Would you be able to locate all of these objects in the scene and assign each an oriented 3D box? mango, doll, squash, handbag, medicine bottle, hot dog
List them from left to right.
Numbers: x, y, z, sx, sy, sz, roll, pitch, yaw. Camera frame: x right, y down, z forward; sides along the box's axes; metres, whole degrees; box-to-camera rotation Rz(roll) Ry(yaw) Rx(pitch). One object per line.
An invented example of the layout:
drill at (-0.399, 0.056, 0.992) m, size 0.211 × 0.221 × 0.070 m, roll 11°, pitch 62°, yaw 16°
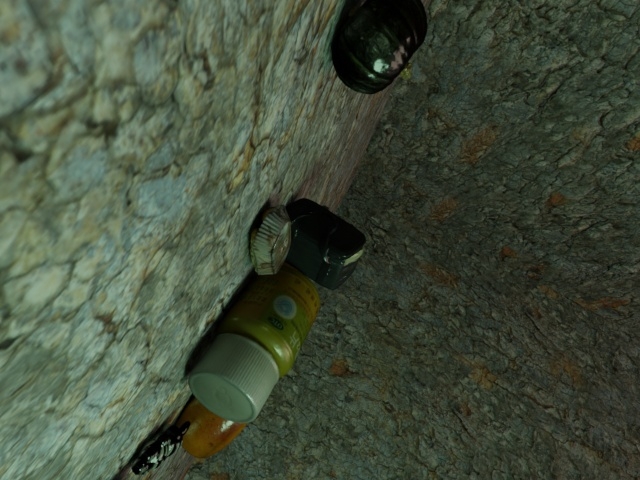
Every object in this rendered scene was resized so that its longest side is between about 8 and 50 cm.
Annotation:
doll at (-0.384, 0.498, 0.971) m, size 0.091 × 0.067 × 0.219 m, roll -58°, pitch 171°, yaw -7°
mango at (-0.285, 0.508, 1.258) m, size 0.350 × 0.199 × 0.201 m, roll -43°, pitch 136°, yaw -21°
medicine bottle at (-0.162, 0.259, 1.071) m, size 0.384 × 0.224 × 0.224 m, roll -57°, pitch 174°, yaw -49°
hot dog at (-0.116, 0.003, 0.962) m, size 0.268 × 0.075 × 0.144 m, roll 102°, pitch 11°, yaw -67°
handbag at (0.000, 0.000, 1.159) m, size 0.181 × 0.254 × 0.182 m, roll -42°, pitch 161°, yaw -45°
squash at (0.108, -0.363, 0.736) m, size 0.193 × 0.156 × 0.193 m, roll -37°, pitch 174°, yaw -5°

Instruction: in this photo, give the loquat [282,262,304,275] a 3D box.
loquat at (-0.125, 0.136, 1.409) m, size 0.163 × 0.137 × 0.163 m, roll -55°, pitch -162°, yaw 28°
